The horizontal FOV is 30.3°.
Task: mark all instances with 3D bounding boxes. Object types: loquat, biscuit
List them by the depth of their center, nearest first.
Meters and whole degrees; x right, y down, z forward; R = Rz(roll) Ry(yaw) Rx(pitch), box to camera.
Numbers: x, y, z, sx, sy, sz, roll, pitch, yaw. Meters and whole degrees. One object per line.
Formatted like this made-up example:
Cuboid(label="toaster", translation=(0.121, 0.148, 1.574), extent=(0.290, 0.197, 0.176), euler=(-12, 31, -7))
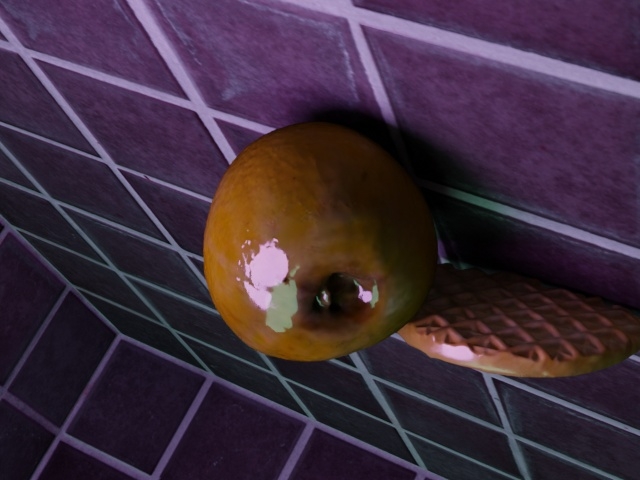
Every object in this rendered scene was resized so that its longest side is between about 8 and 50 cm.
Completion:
Cuboid(label="loquat", translation=(0.000, 0.000, 1.327), extent=(0.275, 0.275, 0.275), euler=(26, 162, 9))
Cuboid(label="biscuit", translation=(0.206, 0.092, 1.376), extent=(0.309, 0.204, 0.040), euler=(15, 117, 35))
